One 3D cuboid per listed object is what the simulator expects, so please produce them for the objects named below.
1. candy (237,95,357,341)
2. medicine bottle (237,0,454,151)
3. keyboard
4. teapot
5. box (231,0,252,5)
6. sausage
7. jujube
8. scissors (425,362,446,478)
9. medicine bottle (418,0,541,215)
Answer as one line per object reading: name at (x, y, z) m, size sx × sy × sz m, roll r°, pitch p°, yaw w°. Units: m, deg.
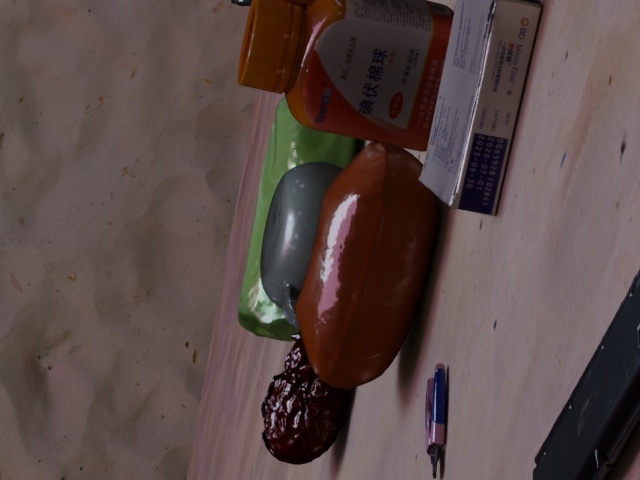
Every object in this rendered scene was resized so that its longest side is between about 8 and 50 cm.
candy at (-0.028, -0.031, 2.214) m, size 0.142 × 0.132 × 0.343 m, roll 71°, pitch -154°, yaw -75°
medicine bottle at (0.029, -0.193, 1.737) m, size 0.112 × 0.222 × 0.149 m, roll -99°, pitch 21°, yaw -64°
keyboard at (0.184, 0.114, 1.054) m, size 0.094 × 0.025 × 0.230 m, roll -87°, pitch 11°, yaw -46°
teapot at (0.000, 0.000, 2.032) m, size 0.193 × 0.129 × 0.294 m, roll 110°, pitch 165°, yaw -46°
box at (-0.002, -0.375, 2.031) m, size 0.138 × 0.274 × 0.178 m, roll -145°, pitch 59°, yaw -82°
sausage at (0.050, 0.028, 1.681) m, size 0.133 × 0.133 × 0.258 m, roll -127°, pitch 52°, yaw -78°
jujube at (-0.010, 0.194, 1.978) m, size 0.104 × 0.104 × 0.166 m, roll -112°, pitch 41°, yaw -74°
scissors at (0.107, 0.170, 1.511) m, size 0.039 × 0.012 × 0.113 m, roll 113°, pitch 165°, yaw -54°
medicine bottle at (0.142, -0.136, 1.514) m, size 0.171 × 0.052 × 0.201 m, roll -126°, pitch 46°, yaw -78°
